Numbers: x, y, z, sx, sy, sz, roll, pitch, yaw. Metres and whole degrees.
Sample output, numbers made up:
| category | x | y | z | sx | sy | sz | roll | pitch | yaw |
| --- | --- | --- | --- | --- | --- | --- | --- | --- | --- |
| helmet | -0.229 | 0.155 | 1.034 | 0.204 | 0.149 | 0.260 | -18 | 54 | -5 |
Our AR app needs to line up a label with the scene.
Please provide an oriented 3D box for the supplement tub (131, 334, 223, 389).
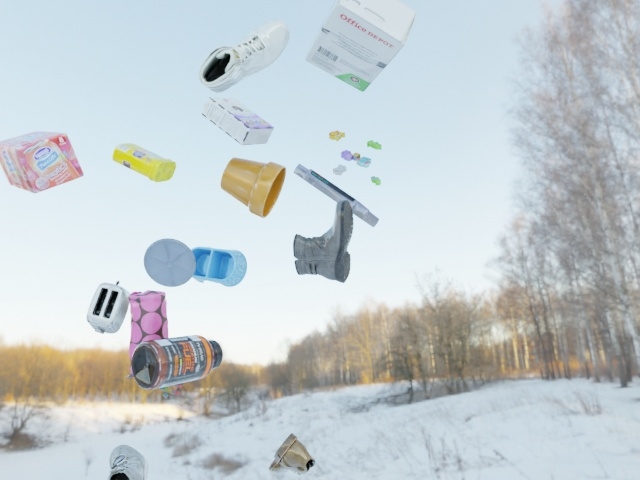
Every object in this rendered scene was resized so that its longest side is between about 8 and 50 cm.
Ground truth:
| category | x | y | z | sx | sy | sz | roll | pitch | yaw |
| --- | --- | --- | --- | --- | --- | --- | --- | --- | --- |
| supplement tub | -0.315 | 0.268 | 1.177 | 0.106 | 0.106 | 0.198 | -13 | -10 | 33 |

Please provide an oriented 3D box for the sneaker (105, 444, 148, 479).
| category | x | y | z | sx | sy | sz | roll | pitch | yaw |
| --- | --- | --- | --- | --- | --- | --- | --- | --- | --- |
| sneaker | -0.570 | 0.680 | 1.525 | 0.281 | 0.105 | 0.115 | 26 | -26 | 54 |

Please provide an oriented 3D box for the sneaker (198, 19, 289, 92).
| category | x | y | z | sx | sy | sz | roll | pitch | yaw |
| --- | --- | --- | --- | --- | --- | --- | --- | --- | --- |
| sneaker | -0.208 | -0.512 | 1.446 | 0.293 | 0.108 | 0.169 | -37 | 11 | 6 |

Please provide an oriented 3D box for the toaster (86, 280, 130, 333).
| category | x | y | z | sx | sy | sz | roll | pitch | yaw |
| --- | --- | --- | --- | --- | --- | --- | --- | --- | --- |
| toaster | -0.840 | 0.258 | 2.078 | 0.129 | 0.226 | 0.146 | 18 | -17 | -7 |

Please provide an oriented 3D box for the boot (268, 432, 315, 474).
| category | x | y | z | sx | sy | sz | roll | pitch | yaw |
| --- | --- | --- | --- | --- | --- | --- | --- | --- | --- |
| boot | -0.090 | 0.724 | 1.693 | 0.115 | 0.112 | 0.305 | 37 | -31 | 14 |

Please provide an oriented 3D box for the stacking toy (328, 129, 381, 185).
| category | x | y | z | sx | sy | sz | roll | pitch | yaw |
| --- | --- | --- | --- | --- | --- | --- | --- | --- | --- |
| stacking toy | 0.129 | -0.300 | 1.919 | 0.221 | 0.052 | 0.167 | 25 | -41 | 33 |

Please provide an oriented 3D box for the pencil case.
| category | x | y | z | sx | sy | sz | roll | pitch | yaw |
| --- | --- | --- | --- | --- | --- | --- | --- | --- | --- |
| pencil case | -0.416 | 0.220 | 1.247 | 0.098 | 0.209 | 0.095 | 8 | 8 | 36 |

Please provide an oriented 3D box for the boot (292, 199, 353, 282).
| category | x | y | z | sx | sy | sz | roll | pitch | yaw |
| --- | --- | --- | --- | --- | --- | --- | --- | --- | --- |
| boot | 0.000 | 0.000 | 1.954 | 0.223 | 0.338 | 0.118 | 11 | 22 | 17 |

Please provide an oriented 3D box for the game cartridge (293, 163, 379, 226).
| category | x | y | z | sx | sy | sz | roll | pitch | yaw |
| --- | --- | --- | --- | --- | --- | --- | --- | --- | --- |
| game cartridge | 0.070 | -0.185 | 2.132 | 0.355 | 0.068 | 0.230 | 36 | 0 | 18 |

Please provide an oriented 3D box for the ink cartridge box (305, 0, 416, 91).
| category | x | y | z | sx | sy | sz | roll | pitch | yaw |
| --- | --- | --- | --- | --- | --- | --- | --- | --- | --- |
| ink cartridge box | 0.107 | -0.576 | 1.478 | 0.211 | 0.121 | 0.289 | 26 | -17 | -13 |

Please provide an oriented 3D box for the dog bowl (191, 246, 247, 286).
| category | x | y | z | sx | sy | sz | roll | pitch | yaw |
| --- | --- | --- | --- | --- | --- | --- | --- | --- | --- |
| dog bowl | -0.462 | 0.106 | 2.261 | 0.297 | 0.165 | 0.074 | 6 | -10 | 24 |

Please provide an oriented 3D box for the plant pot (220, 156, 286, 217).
| category | x | y | z | sx | sy | sz | roll | pitch | yaw |
| --- | --- | --- | --- | --- | --- | --- | --- | --- | --- |
| plant pot | -0.251 | -0.210 | 1.898 | 0.188 | 0.205 | 0.205 | 24 | -13 | 5 |

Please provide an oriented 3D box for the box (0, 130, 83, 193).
| category | x | y | z | sx | sy | sz | roll | pitch | yaw |
| --- | --- | --- | --- | --- | --- | --- | --- | --- | --- |
| box | -0.879 | -0.250 | 1.616 | 0.154 | 0.142 | 0.300 | -29 | 29 | -35 |

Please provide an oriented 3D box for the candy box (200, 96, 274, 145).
| category | x | y | z | sx | sy | sz | roll | pitch | yaw |
| --- | --- | --- | --- | --- | --- | --- | --- | --- | --- |
| candy box | -0.286 | -0.415 | 1.812 | 0.070 | 0.196 | 0.165 | -58 | -14 | 24 |

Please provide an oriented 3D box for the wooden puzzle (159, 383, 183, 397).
| category | x | y | z | sx | sy | sz | roll | pitch | yaw |
| --- | --- | --- | --- | --- | --- | --- | --- | --- | --- |
| wooden puzzle | -0.378 | 0.367 | 1.333 | 0.049 | 0.083 | 0.006 | 25 | -53 | -10 |

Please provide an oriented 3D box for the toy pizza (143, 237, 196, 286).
| category | x | y | z | sx | sy | sz | roll | pitch | yaw |
| --- | --- | --- | --- | --- | --- | --- | --- | --- | --- |
| toy pizza | -0.583 | 0.085 | 2.026 | 0.201 | 0.201 | 0.032 | -4 | 17 | 0 |

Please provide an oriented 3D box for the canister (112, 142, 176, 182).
| category | x | y | z | sx | sy | sz | roll | pitch | yaw |
| --- | --- | --- | --- | --- | --- | --- | --- | --- | --- |
| canister | -0.593 | -0.264 | 1.756 | 0.170 | 0.073 | 0.126 | 25 | 17 | 9 |
